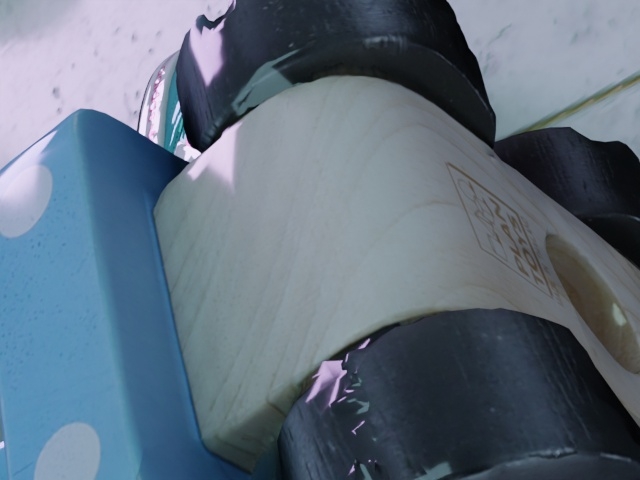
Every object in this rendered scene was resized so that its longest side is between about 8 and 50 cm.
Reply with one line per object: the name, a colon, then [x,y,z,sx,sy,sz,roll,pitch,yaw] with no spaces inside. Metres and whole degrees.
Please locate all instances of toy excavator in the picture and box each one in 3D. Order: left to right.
toy excavator: [-0.105,0.106,0.562,0.445,0.433,0.222,-37,46,20]

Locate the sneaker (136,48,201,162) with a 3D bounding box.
sneaker: [0.000,0.000,0.749,0.178,0.123,0.296,-31,52,42]
